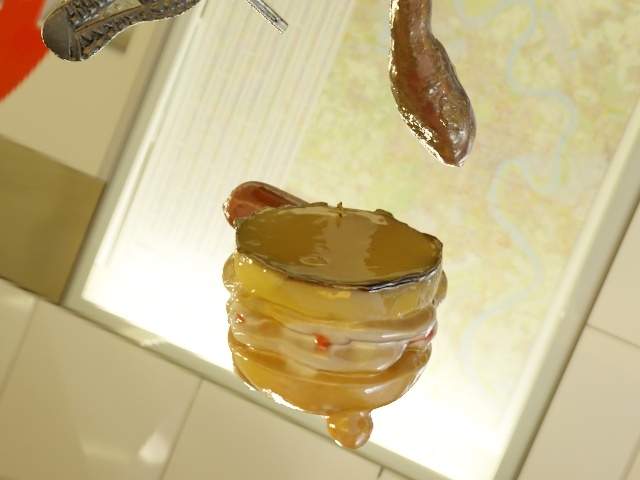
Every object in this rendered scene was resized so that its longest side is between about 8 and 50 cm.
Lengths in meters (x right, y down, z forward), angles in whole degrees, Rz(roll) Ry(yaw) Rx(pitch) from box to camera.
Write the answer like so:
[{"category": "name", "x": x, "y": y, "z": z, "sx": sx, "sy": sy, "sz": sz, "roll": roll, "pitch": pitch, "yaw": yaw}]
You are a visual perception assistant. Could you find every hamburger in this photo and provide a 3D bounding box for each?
[{"category": "hamburger", "x": 0.013, "y": 0.096, "z": 1.277, "sx": 0.276, "sy": 0.237, "sz": 0.276, "roll": 3, "pitch": -158, "yaw": -1}]

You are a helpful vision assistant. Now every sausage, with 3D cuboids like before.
[{"category": "sausage", "x": 0.000, "y": 0.000, "z": 1.641, "sx": 0.348, "sy": 0.094, "sz": 0.097, "roll": 26, "pitch": -146, "yaw": 19}]

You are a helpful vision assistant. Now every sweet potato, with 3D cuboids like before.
[{"category": "sweet potato", "x": 0.141, "y": -0.247, "z": 1.492, "sx": 0.109, "sy": 0.109, "sz": 0.385, "roll": 27, "pitch": 152, "yaw": 41}]

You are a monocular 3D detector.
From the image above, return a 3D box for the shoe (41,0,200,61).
[{"category": "shoe", "x": -0.201, "y": -0.256, "z": 1.113, "sx": 0.074, "sy": 0.194, "sz": 0.077, "roll": 62, "pitch": 177, "yaw": -28}]

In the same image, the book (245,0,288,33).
[{"category": "book", "x": -0.182, "y": -0.432, "z": 1.527, "sx": 0.310, "sy": 0.021, "sz": 0.217, "roll": 35, "pitch": -165, "yaw": -48}]
